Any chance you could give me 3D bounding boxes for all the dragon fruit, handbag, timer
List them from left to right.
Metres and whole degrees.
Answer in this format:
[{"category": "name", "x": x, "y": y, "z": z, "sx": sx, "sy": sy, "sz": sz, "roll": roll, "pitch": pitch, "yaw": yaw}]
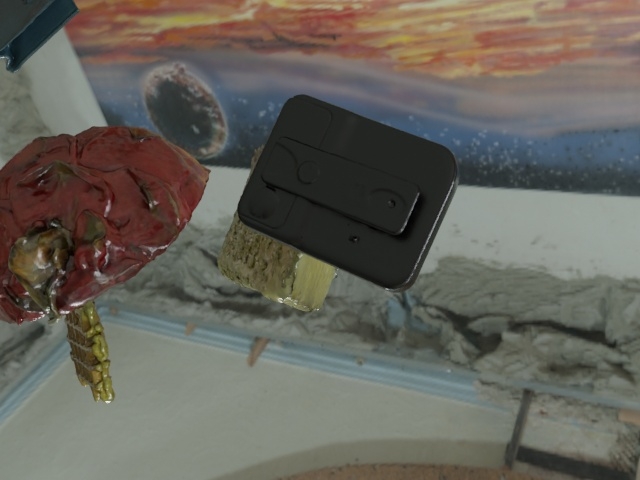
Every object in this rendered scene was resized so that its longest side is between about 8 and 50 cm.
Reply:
[{"category": "handbag", "x": -0.471, "y": -0.386, "z": 1.112, "sx": 0.179, "sy": 0.062, "sz": 0.229, "roll": -38, "pitch": -122, "yaw": 12}, {"category": "dragon fruit", "x": -0.278, "y": -0.031, "z": 0.792, "sx": 0.317, "sy": 0.152, "sz": 0.205, "roll": -36, "pitch": -152, "yaw": -7}, {"category": "timer", "x": 0.024, "y": -0.048, "z": 0.671, "sx": 0.187, "sy": 0.055, "sz": 0.144, "roll": 23, "pitch": -94, "yaw": 20}]

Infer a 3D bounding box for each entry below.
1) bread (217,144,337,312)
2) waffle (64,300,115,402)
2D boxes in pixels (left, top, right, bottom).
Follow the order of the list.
[{"category": "bread", "x": 0.000, "y": 0.000, "z": 1.131, "sx": 0.315, "sy": 0.279, "sz": 0.248, "roll": 23, "pitch": -92, "yaw": 57}, {"category": "waffle", "x": -0.554, "y": 0.246, "z": 1.693, "sx": 0.058, "sy": 0.281, "sz": 0.301, "roll": -11, "pitch": -151, "yaw": -28}]
